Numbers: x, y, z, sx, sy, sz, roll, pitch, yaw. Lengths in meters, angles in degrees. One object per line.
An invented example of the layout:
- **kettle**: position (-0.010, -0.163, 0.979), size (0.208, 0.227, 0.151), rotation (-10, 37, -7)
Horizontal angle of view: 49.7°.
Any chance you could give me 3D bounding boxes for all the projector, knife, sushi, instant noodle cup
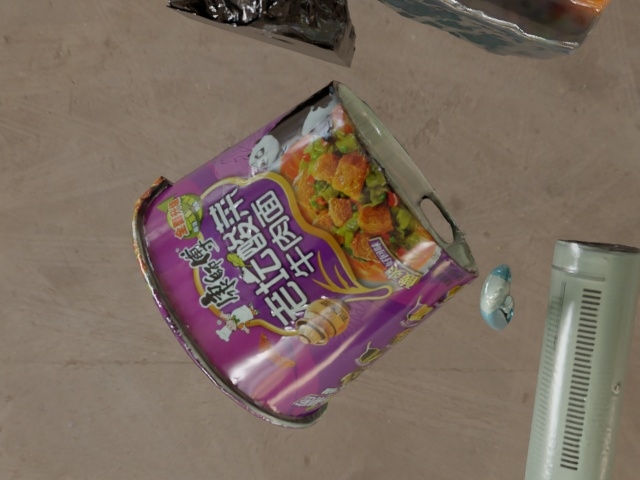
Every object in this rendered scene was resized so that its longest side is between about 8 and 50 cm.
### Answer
- **projector**: position (0.326, 0.169, 0.864), size (0.108, 0.108, 0.338), rotation (6, 96, 1)
- **knife**: position (0.222, 0.076, 0.846), size (0.031, 0.222, 0.064), rotation (23, 83, 23)
- **sushi**: position (-0.040, -0.277, 0.692), size (0.172, 0.153, 0.151), rotation (17, 100, 6)
- **instant noodle cup**: position (0.000, 0.000, 0.580), size (0.190, 0.251, 0.251), rotation (-36, 81, 16)

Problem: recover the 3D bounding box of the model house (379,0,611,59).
- **model house**: position (0.096, -0.211, 0.226), size (0.190, 0.301, 0.272), rotation (22, 105, -9)
